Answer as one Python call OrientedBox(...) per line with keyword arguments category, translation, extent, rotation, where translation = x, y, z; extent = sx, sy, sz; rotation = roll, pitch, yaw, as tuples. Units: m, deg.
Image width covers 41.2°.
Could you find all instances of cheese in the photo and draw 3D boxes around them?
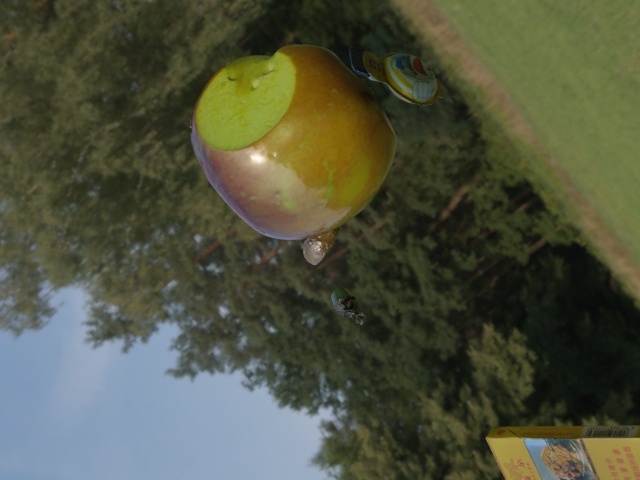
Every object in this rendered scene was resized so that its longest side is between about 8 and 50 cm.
OrientedBox(category="cheese", translation=(0.189, -0.406, 2.092), extent=(0.270, 0.069, 0.177), rotation=(12, -130, -25))

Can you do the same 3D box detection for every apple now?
OrientedBox(category="apple", translation=(-0.048, -0.200, 1.607), extent=(0.384, 0.374, 0.374), rotation=(58, -166, 6))

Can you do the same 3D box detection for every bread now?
OrientedBox(category="bread", translation=(0.000, 0.000, 1.972), extent=(0.060, 0.113, 0.082), rotation=(36, 174, -1))

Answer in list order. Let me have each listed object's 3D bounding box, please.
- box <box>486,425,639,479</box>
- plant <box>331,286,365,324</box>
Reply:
OrientedBox(category="box", translation=(0.242, 0.213, 0.803), extent=(0.023, 0.155, 0.087), rotation=(-50, -61, -43))
OrientedBox(category="plant", translation=(0.057, 0.139, 1.750), extent=(0.051, 0.051, 0.102), rotation=(41, -172, -35))
